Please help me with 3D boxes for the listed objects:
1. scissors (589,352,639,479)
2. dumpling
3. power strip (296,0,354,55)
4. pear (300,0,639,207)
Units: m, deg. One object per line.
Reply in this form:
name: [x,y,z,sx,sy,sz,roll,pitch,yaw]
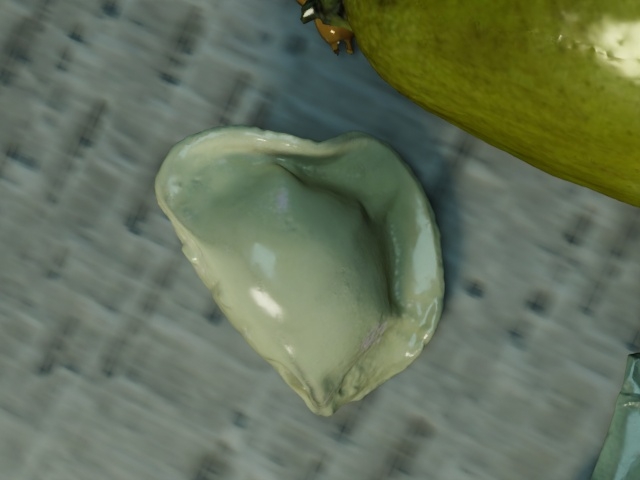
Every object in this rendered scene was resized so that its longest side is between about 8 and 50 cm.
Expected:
scissors: [0.187,0.098,1.000,0.256,0.029,0.383,12,90,13]
dumpling: [-0.001,-0.002,1.011,0.134,0.100,0.169,-38,83,-7]
power strip: [-0.007,-0.192,1.053,0.049,0.028,0.178,-14,86,10]
pear: [0.165,-0.147,0.891,0.375,0.287,0.287,-9,86,18]
